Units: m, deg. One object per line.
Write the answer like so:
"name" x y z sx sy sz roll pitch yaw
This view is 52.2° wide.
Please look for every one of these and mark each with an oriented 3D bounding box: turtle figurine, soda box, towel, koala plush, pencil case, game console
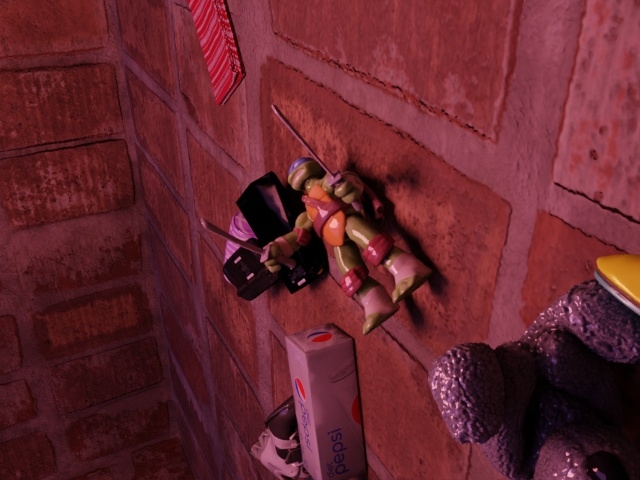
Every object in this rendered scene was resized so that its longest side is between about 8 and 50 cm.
"turtle figurine" 0.000 0.000 0.890 0.266 0.198 0.275 49 -169 15
"soda box" 0.012 0.304 1.206 0.091 0.098 0.286 28 128 61
"towel" -0.233 -0.449 1.407 0.199 0.031 0.274 -21 85 67
"koala plush" 0.224 0.188 0.575 0.221 0.196 0.203 61 172 29
"pencil case" -0.168 0.023 1.462 0.088 0.086 0.206 61 152 33
"game console" -0.119 0.023 1.309 0.213 0.044 0.361 59 147 5

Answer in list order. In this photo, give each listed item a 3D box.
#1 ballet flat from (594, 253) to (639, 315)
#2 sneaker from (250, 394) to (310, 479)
"ballet flat" 0.305 0.063 0.461 0.231 0.077 0.077 50 125 40
"sneaker" -0.051 0.436 1.432 0.146 0.122 0.330 45 145 19
